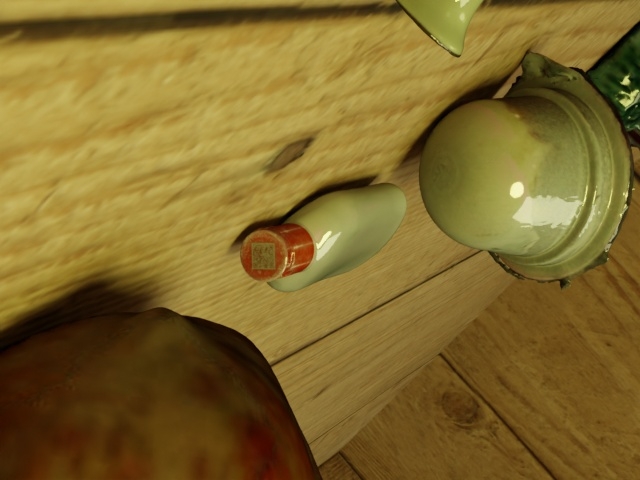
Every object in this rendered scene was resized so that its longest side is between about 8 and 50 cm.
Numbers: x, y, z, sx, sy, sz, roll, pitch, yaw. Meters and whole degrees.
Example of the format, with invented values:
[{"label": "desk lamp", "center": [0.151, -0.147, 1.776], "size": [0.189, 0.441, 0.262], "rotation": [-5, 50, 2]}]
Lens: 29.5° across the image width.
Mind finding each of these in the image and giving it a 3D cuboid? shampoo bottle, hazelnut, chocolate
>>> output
[{"label": "shampoo bottle", "center": [0.000, 0.000, 1.017], "size": [0.108, 0.051, 0.221], "rotation": [-44, 169, 22]}, {"label": "hazelnut", "center": [-0.138, 0.223, 0.780], "size": [0.366, 0.366, 0.366], "rotation": [-40, 168, -10]}, {"label": "chocolate", "center": [0.168, -0.067, 1.101], "size": [0.147, 0.221, 0.221], "rotation": [8, 134, -42]}]

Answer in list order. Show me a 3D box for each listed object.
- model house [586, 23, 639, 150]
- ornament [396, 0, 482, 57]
[{"label": "model house", "center": [0.549, -0.153, 1.568], "size": [0.297, 0.339, 0.360], "rotation": [-45, 168, 5]}, {"label": "ornament", "center": [0.104, -0.181, 0.656], "size": [0.156, 0.075, 0.081], "rotation": [-44, 147, 17]}]
